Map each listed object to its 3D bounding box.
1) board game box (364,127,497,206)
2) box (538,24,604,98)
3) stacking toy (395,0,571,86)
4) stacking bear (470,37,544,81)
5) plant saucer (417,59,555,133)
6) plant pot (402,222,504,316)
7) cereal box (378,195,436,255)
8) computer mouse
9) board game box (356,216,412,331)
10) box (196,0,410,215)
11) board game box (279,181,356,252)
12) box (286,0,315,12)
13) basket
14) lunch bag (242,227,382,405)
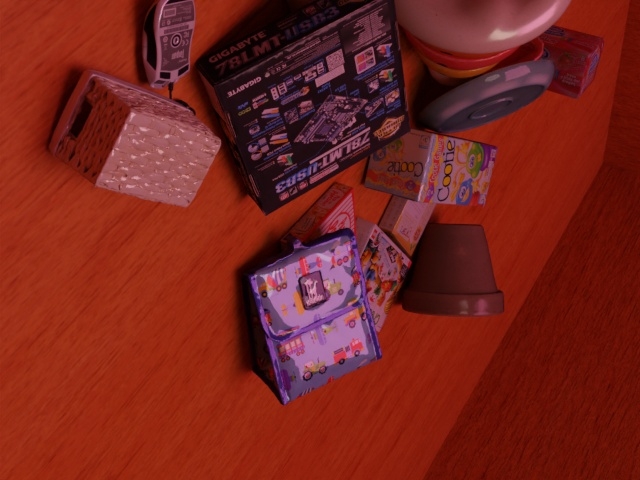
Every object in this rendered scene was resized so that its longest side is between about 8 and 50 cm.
[{"bbox_3d":[0.242,-0.161,1.723,0.275,0.144,0.142,0,105,-51],"label":"board game box"},{"bbox_3d":[0.563,-0.468,2.021,0.128,0.257,0.122,-42,145,-42],"label":"box"},{"bbox_3d":[0.283,-0.426,1.552,0.350,0.351,0.480,-62,168,-12],"label":"stacking toy"},{"bbox_3d":[0.421,-0.401,1.931,0.164,0.175,0.289,-38,161,-1],"label":"stacking bear"},{"bbox_3d":[0.372,-0.307,1.774,0.317,0.317,0.043,-6,75,-61],"label":"plant saucer"},{"bbox_3d":[0.347,0.071,2.072,0.263,0.263,0.229,-2,95,-61],"label":"plant pot"},{"bbox_3d":[0.228,-0.100,1.907,0.240,0.047,0.173,-64,152,-10],"label":"cereal box"},{"bbox_3d":[-0.199,-0.233,1.026,0.106,0.042,0.193,-28,139,-46],"label":"computer mouse"},{"bbox_3d":[0.110,0.086,1.822,0.193,0.053,0.305,-64,153,-6],"label":"board game box"},{"bbox_3d":[-0.009,-0.214,1.226,0.295,0.073,0.293,-31,145,-9],"label":"box"},{"bbox_3d":[0.000,0.000,1.562,0.193,0.045,0.147,-48,148,-34],"label":"board game box"},{"bbox_3d":[0.062,-0.450,1.269,0.275,0.113,0.094,-61,151,-17],"label":"box"},{"bbox_3d":[-0.216,-0.117,0.964,0.167,0.103,0.113,12,110,-55],"label":"basket"},{"bbox_3d":[-0.026,0.117,1.476,0.221,0.138,0.293,-22,122,-22],"label":"lunch bag"}]
